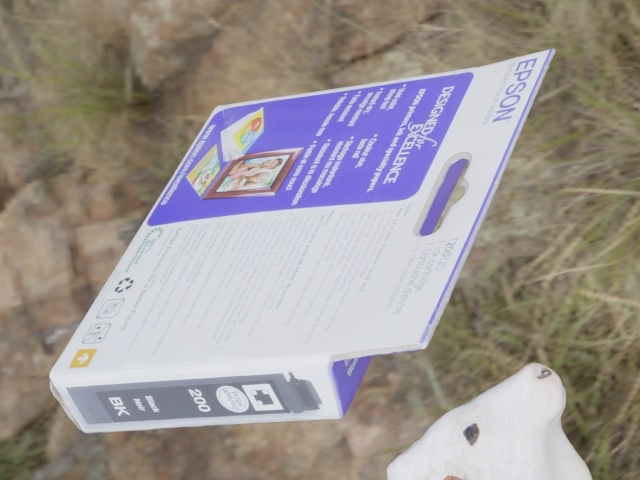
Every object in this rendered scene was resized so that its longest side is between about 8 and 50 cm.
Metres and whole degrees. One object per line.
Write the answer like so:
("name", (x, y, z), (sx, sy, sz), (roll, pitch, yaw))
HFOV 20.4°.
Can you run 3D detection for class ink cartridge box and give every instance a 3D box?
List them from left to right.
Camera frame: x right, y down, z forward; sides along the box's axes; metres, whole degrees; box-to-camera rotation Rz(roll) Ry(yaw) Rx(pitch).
("ink cartridge box", (0.000, 0.000, 0.842), (0.208, 0.206, 0.045), (-7, 128, 34))

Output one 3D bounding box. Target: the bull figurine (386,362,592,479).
("bull figurine", (0.109, 0.194, 0.653), (0.188, 0.101, 0.310), (4, 56, 5))
